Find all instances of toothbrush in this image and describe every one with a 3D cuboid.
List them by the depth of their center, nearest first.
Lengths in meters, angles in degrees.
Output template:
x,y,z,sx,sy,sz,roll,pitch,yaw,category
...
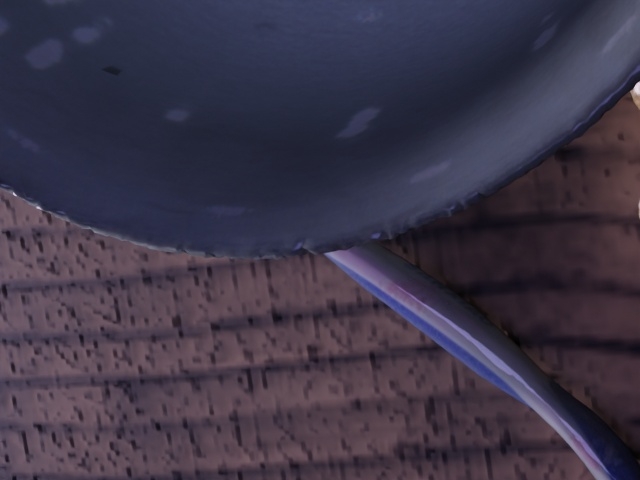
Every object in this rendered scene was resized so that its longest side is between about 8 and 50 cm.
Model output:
x,y,z,sx,sy,sz,roll,pitch,yaw,category
0.000,0.000,0.585,0.269,0.021,0.027,37,119,16,toothbrush

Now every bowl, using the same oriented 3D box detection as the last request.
x,y,z,sx,sy,sz,roll,pitch,yaw,category
0.000,-0.161,0.487,0.313,0.146,0.313,5,103,25,bowl

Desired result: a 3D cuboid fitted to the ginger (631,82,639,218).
x,y,z,sx,sy,sz,roll,pitch,yaw,category
0.174,-0.045,0.473,0.193,0.052,0.176,44,111,27,ginger
